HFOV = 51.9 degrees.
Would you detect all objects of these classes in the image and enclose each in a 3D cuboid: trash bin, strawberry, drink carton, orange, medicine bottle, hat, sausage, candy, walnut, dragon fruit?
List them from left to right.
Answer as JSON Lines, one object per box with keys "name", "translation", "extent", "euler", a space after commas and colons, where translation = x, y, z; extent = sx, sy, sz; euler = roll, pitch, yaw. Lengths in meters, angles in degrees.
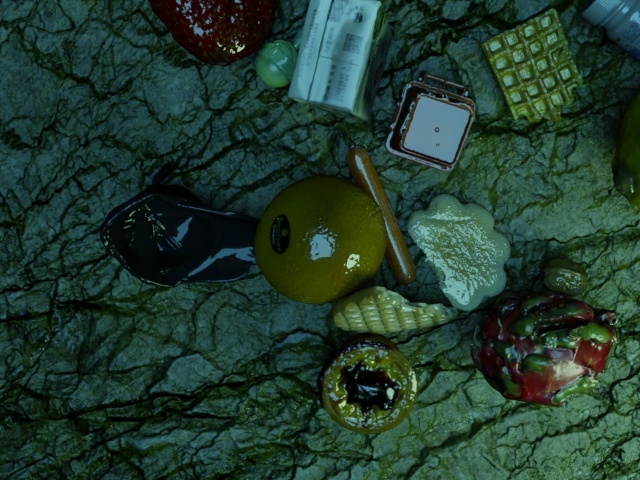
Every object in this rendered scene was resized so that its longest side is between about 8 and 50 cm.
{"name": "hat", "translation": [-0.297, -0.035, 1.435], "extent": [0.336, 0.209, 0.238], "euler": [0, 122, -12]}
{"name": "strawberry", "translation": [-0.218, -0.480, 1.273], "extent": [0.250, 0.238, 0.288], "euler": [-9, 76, 17]}
{"name": "candy", "translation": [-0.012, -0.458, 1.358], "extent": [0.335, 0.093, 0.092], "euler": [-51, 136, 4]}
{"name": "orange", "translation": [0.000, 0.000, 1.343], "extent": [0.274, 0.274, 0.274], "euler": [1, 102, 5]}
{"name": "drink carton", "translation": [0.044, -0.337, 1.242], "extent": [0.132, 0.324, 0.194], "euler": [15, 100, 6]}
{"name": "sausage", "translation": [0.134, -0.051, 1.427], "extent": [0.053, 0.053, 0.347], "euler": [-21, 99, 9]}
{"name": "trash bin", "translation": [0.224, -0.234, 1.287], "extent": [0.161, 0.238, 0.184], "euler": [19, 101, 1]}
{"name": "dragon fruit", "translation": [0.462, 0.212, 1.358], "extent": [0.303, 0.231, 0.237], "euler": [-13, 108, 14]}
{"name": "walnut", "translation": [0.521, 0.079, 1.408], "extent": [0.096, 0.082, 0.078], "euler": [20, 71, -5]}
{"name": "medicine bottle", "translation": [0.604, -0.432, 1.282], "extent": [0.168, 0.105, 0.105], "euler": [37, 102, -3]}

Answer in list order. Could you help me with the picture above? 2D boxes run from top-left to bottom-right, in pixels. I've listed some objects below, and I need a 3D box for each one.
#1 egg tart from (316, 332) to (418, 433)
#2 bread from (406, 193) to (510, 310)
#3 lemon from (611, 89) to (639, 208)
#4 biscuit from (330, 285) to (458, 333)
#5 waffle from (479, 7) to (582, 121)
{"name": "egg tart", "translation": [0.103, 0.303, 1.442], "extent": [0.215, 0.171, 0.215], "euler": [1, 101, 4]}
{"name": "bread", "translation": [0.307, 0.015, 1.409], "extent": [0.182, 0.039, 0.250], "euler": [-30, 86, 0]}
{"name": "lemon", "translation": [0.718, -0.175, 1.198], "extent": [0.388, 0.350, 0.349], "euler": [-17, 100, -4]}
{"name": "biscuit", "translation": [0.138, 0.158, 1.378], "extent": [0.205, 0.309, 0.040], "euler": [-22, 64, 36]}
{"name": "waffle", "translation": [0.440, -0.341, 1.339], "extent": [0.161, 0.055, 0.210], "euler": [-26, 97, 11]}
